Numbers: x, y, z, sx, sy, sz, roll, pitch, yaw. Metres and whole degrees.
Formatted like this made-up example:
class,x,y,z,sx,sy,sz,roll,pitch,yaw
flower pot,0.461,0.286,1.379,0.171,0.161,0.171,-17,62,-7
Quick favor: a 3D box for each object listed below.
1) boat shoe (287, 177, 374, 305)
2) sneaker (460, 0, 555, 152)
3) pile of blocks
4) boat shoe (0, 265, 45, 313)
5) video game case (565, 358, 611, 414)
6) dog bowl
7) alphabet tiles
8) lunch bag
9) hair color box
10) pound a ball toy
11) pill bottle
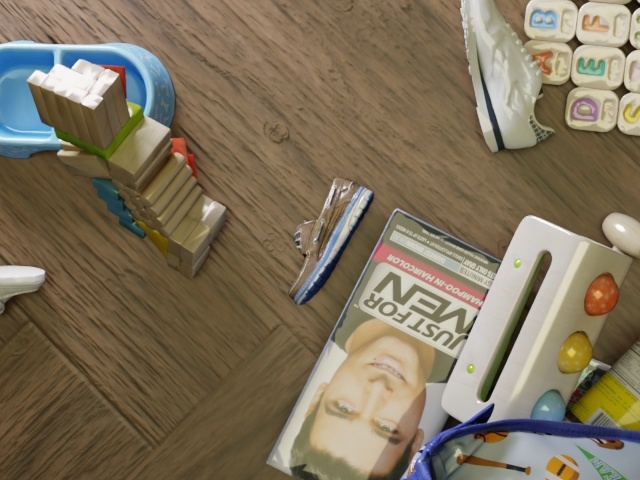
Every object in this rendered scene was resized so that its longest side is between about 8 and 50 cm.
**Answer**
class,x,y,z,sx,sy,sz,roll,pitch,yaw
boat shoe,0.000,0.000,1.888,0.066,0.066,0.183,30,82,9
sneaker,0.242,-0.236,1.853,0.095,0.090,0.235,-12,100,11
pile of blocks,-0.241,-0.110,1.839,0.149,0.362,0.112,9,52,40
boat shoe,-0.465,0.075,1.927,0.184,0.066,0.063,-8,102,3
video game case,0.394,0.270,1.867,0.201,0.023,0.183,23,91,6
dog bowl,-0.351,-0.195,1.913,0.297,0.074,0.165,2,89,4
alphabet tiles,0.408,-0.281,1.843,0.278,0.021,0.284,8,100,12
lunch bag,0.211,0.372,1.654,0.386,0.239,0.327,8,130,-25
hair color box,0.098,0.165,1.849,0.185,0.113,0.374,27,92,5
pound a ball toy,0.317,0.109,1.777,0.136,0.208,0.319,29,97,43
pill bottle,0.419,0.199,1.794,0.117,0.117,0.215,44,93,4
